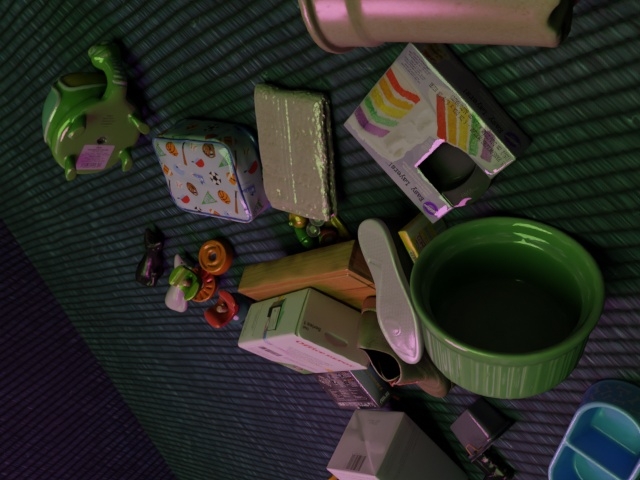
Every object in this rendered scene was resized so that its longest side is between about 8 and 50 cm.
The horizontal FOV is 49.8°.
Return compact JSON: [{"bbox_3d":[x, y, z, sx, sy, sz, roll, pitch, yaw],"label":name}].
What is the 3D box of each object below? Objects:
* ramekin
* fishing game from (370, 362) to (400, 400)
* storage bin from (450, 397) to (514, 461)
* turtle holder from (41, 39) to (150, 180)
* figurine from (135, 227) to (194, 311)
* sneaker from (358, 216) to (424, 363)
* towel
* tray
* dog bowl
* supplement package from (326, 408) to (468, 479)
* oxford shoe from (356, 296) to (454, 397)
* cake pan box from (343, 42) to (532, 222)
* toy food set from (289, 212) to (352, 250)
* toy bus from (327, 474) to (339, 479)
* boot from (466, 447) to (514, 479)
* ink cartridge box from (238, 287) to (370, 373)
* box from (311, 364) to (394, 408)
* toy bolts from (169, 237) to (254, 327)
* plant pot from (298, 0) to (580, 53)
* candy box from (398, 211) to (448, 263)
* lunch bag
[{"bbox_3d":[0.306,0.115,1.155,0.303,0.303,0.148,24,144,31],"label":"ramekin"},{"bbox_3d":[0.112,0.277,1.707,0.189,0.041,0.264,13,136,49],"label":"fishing game"},{"bbox_3d":[0.350,0.424,1.548,0.091,0.098,0.135,47,145,21],"label":"storage bin"},{"bbox_3d":[-0.592,-0.328,1.748,0.227,0.243,0.320,54,156,24],"label":"turtle holder"},{"bbox_3d":[-0.468,0.087,2.111,0.215,0.092,0.209,36,137,16],"label":"figurine"},{"bbox_3d":[0.179,0.084,1.356,0.104,0.147,0.296,-12,95,48],"label":"sneaker"},{"bbox_3d":[-0.048,-0.183,1.445,0.187,0.049,0.282,17,124,35],"label":"towel"},{"bbox_3d":[0.009,0.104,1.552,0.202,0.076,0.411,30,154,-30],"label":"tray"},{"bbox_3d":[0.527,0.400,1.288,0.166,0.074,0.297,34,127,32],"label":"dog bowl"},{"bbox_3d":[0.195,0.574,1.704,0.177,0.175,0.293,-13,128,49],"label":"supplement package"},{"bbox_3d":[0.176,0.266,1.493,0.123,0.130,0.348,-6,139,43],"label":"oxford shoe"},{"bbox_3d":[0.195,-0.183,1.195,0.267,0.070,0.246,49,146,1],"label":"cake pan box"},{"bbox_3d":[0.000,0.000,1.552,0.218,0.071,0.128,51,144,-1],"label":"toy food set"},{"bbox_3d":[0.055,0.878,2.147,0.220,0.211,0.149,41,144,15],"label":"toy bus"},{"bbox_3d":[0.391,0.542,1.641,0.099,0.045,0.121,42,136,7],"label":"boot"},{"bbox_3d":[-0.032,0.216,1.588,0.201,0.117,0.278,28,155,-24],"label":"ink cartridge box"},{"bbox_3d":[0.062,0.347,1.769,0.183,0.056,0.231,51,153,-6],"label":"box"},{"bbox_3d":[-0.267,0.124,1.931,0.228,0.158,0.218,46,104,21],"label":"toy bolts"},{"bbox_3d":[0.177,-0.380,0.866,0.305,0.334,0.334,17,133,22],"label":"plant pot"},{"bbox_3d":[0.229,0.044,1.324,0.027,0.105,0.206,-7,115,54],"label":"candy box"},{"bbox_3d":[-0.259,-0.161,1.650,0.303,0.115,0.243,13,132,38],"label":"lunch bag"}]
